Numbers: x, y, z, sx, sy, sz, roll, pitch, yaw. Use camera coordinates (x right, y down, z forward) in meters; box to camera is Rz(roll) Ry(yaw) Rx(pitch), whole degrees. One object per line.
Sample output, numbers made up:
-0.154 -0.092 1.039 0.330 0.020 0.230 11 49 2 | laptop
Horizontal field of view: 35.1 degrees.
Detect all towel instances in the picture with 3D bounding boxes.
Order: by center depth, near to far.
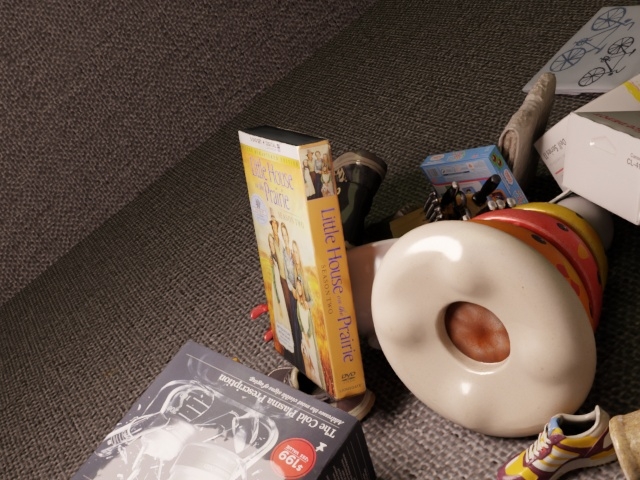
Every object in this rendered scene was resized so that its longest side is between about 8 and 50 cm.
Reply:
0.375 -0.165 1.906 0.049 0.282 0.187 23 54 18 | towel

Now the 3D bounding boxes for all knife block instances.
0.260 -0.027 1.776 0.242 0.275 0.088 -23 70 28 | knife block

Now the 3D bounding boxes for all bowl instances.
0.146 0.108 1.741 0.297 0.297 0.134 -19 64 30 | bowl

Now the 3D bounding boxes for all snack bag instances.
0.661 -0.427 2.247 0.323 0.037 0.342 -44 26 -17 | snack bag

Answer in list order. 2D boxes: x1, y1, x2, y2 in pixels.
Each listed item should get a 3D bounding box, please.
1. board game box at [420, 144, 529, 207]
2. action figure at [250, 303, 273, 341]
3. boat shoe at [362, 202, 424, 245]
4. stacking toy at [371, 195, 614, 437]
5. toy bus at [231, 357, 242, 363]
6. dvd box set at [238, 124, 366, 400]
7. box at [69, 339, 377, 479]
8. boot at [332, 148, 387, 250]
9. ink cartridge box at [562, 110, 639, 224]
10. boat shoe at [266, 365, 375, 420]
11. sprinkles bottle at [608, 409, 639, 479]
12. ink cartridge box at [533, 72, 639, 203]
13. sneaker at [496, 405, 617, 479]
0.301 -0.075 1.871 0.160 0.212 0.039 -5 37 46 | board game box
-0.030 0.167 2.007 0.280 0.091 0.139 -16 25 37 | action figure
0.155 -0.022 2.152 0.178 0.064 0.060 -32 -9 25 | boat shoe
0.333 0.046 1.591 0.350 0.351 0.480 -11 19 41 | stacking toy
-0.179 0.363 1.828 0.130 0.108 0.333 -29 26 16 | toy bus
-0.035 0.025 1.705 0.062 0.421 0.307 -14 16 -20 | dvd box set
-0.146 0.370 1.546 0.343 0.179 0.312 20 56 29 | box
0.000 0.000 2.177 0.377 0.138 0.284 -36 32 50 | boot
0.563 -0.122 1.561 0.306 0.131 0.226 -5 20 -17 | ink cartridge box
-0.018 0.258 1.825 0.103 0.092 0.285 -47 27 -23 | boat shoe
0.532 0.207 1.201 0.355 0.121 0.121 -26 27 20 | sprinkles bottle
0.517 -0.197 1.777 0.353 0.119 0.207 -30 -5 -12 | ink cartridge box
0.316 0.281 1.383 0.185 0.084 0.070 -27 26 16 | sneaker
